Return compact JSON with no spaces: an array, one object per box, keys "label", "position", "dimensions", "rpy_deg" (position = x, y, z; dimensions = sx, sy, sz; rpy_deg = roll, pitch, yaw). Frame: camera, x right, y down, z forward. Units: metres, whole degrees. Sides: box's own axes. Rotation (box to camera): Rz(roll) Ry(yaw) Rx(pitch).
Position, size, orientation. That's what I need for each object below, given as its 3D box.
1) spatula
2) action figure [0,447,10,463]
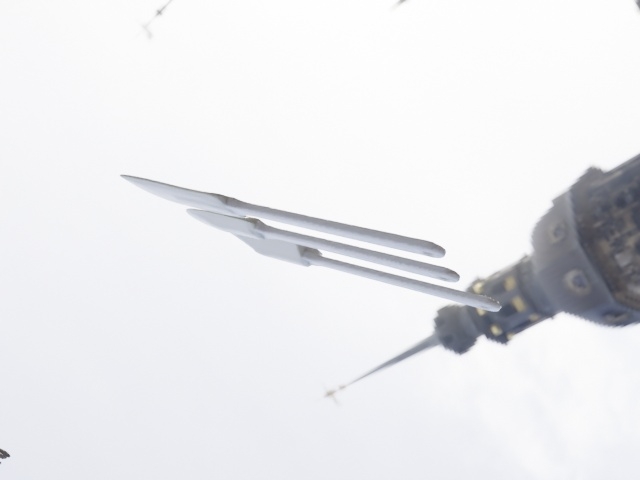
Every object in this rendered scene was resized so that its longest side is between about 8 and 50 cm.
[{"label":"spatula","position":[0.000,0.000,0.777],"dimensions":[0.168,0.242,0.019],"rpy_deg":[38,-112,-57]},{"label":"action figure","position":[-0.357,0.319,1.245],"dimensions":[0.276,0.164,0.140],"rpy_deg":[3,-125,9]}]
